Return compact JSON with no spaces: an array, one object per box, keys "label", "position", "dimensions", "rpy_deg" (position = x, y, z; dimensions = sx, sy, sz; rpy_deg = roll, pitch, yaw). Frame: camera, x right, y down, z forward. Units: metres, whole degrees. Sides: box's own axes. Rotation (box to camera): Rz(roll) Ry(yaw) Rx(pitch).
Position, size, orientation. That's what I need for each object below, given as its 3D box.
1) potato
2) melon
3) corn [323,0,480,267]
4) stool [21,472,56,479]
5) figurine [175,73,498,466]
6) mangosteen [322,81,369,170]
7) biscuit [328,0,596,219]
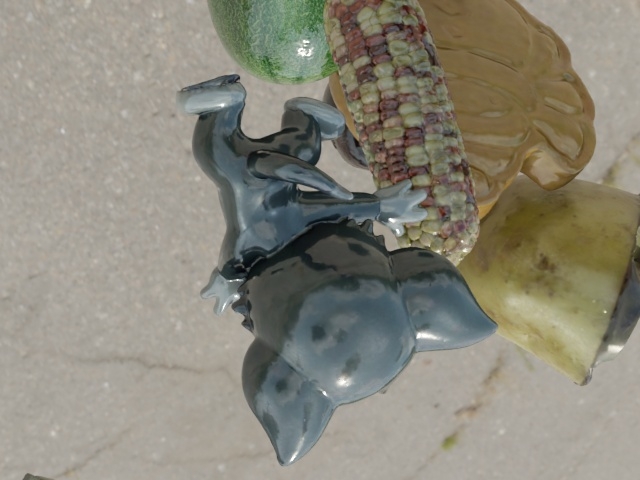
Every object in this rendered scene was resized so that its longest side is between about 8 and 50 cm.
[{"label":"potato","position":[0.254,0.024,1.220],"dimensions":[0.285,0.242,0.242],"rpy_deg":[-60,175,-51]},{"label":"melon","position":[-0.018,-0.291,1.003],"dimensions":[0.182,0.182,0.288],"rpy_deg":[0,107,-39]},{"label":"corn","position":[0.070,-0.093,0.863],"dimensions":[0.086,0.253,0.086],"rpy_deg":[-16,172,-2]},{"label":"stool","position":[-0.263,0.432,1.141],"dimensions":[0.243,0.170,0.270],"rpy_deg":[45,66,-32]},{"label":"figurine","position":[0.000,-0.002,0.761],"dimensions":[0.193,0.140,0.265],"rpy_deg":[-25,117,-11]},{"label":"mangosteen","position":[0.077,-0.169,1.407],"dimensions":[0.152,0.152,0.152],"rpy_deg":[-21,144,-17]},{"label":"biscuit","position":[0.151,-0.176,1.146],"dimensions":[0.312,0.351,0.057],"rpy_deg":[-2,147,-23]}]
